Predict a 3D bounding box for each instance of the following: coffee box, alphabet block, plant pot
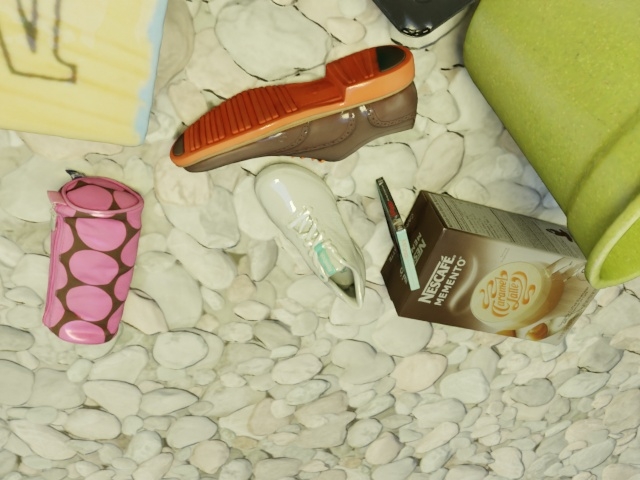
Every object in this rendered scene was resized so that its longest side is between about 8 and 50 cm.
[{"bbox_3d":[0.223,0.040,0.752,0.246,0.098,0.141,12,121,-16],"label":"coffee box"},{"bbox_3d":[-0.229,-0.205,0.442,0.197,0.192,0.193,4,122,-26],"label":"alphabet block"},{"bbox_3d":[0.274,-0.140,0.517,0.276,0.254,0.276,-23,150,-14],"label":"plant pot"}]

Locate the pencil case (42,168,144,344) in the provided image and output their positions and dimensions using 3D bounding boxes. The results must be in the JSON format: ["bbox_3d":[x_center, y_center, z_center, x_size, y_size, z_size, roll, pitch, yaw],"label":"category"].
[{"bbox_3d":[-0.271,0.028,0.672,0.098,0.095,0.209,-14,132,-44],"label":"pencil case"}]

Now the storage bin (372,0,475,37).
[{"bbox_3d":[0.114,-0.280,0.491,0.180,0.084,0.122,-29,126,35],"label":"storage bin"}]

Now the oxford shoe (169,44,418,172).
[{"bbox_3d":[-0.023,-0.113,0.614,0.271,0.097,0.098,-18,131,3],"label":"oxford shoe"}]

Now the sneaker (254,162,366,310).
[{"bbox_3d":[0.000,0.000,0.693,0.080,0.094,0.212,-31,123,14],"label":"sneaker"}]

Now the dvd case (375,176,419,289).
[{"bbox_3d":[0.090,-0.011,0.684,0.013,0.119,0.087,-17,126,3],"label":"dvd case"}]
